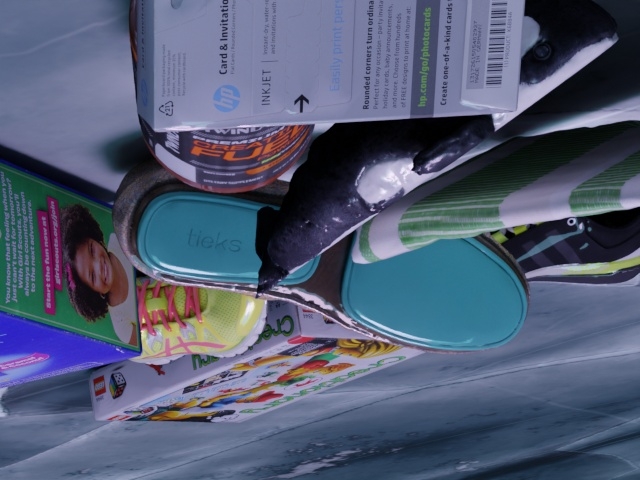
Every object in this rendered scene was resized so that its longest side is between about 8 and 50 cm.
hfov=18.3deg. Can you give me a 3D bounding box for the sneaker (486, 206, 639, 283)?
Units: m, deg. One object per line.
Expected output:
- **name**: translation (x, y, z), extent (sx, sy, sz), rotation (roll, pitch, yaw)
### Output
- **sneaker**: translation (0.167, -0.019, 1.576), extent (0.235, 0.084, 0.097), rotation (-6, 140, -17)

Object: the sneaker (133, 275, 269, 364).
- **sneaker**: translation (-0.125, 0.060, 1.632), extent (0.094, 0.081, 0.208), rotation (8, 157, -41)

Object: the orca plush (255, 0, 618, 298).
- **orca plush**: translation (0.043, -0.085, 1.226), extent (0.287, 0.102, 0.151), rotation (-35, -179, 42)

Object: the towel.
- **towel**: translation (0.206, -0.044, 1.281), extent (0.325, 0.038, 0.248), rotation (-7, -169, 35)

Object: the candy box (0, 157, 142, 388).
- **candy box**: translation (-0.313, 0.030, 1.339), extent (0.268, 0.122, 0.317), rotation (-14, 165, 21)

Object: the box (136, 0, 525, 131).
- **box**: translation (0.007, -0.129, 0.941), extent (0.186, 0.145, 0.038), rotation (-5, -160, -19)

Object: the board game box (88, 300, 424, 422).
- **board game box**: translation (-0.054, 0.114, 1.907), extent (0.193, 0.053, 0.305), rotation (5, 158, -43)

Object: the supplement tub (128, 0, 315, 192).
- **supplement tub**: translation (-0.050, -0.101, 1.062), extent (0.106, 0.106, 0.198), rotation (-8, 164, -5)

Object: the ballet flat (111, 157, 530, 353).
- **ballet flat**: translation (0.000, 0.000, 1.404), extent (0.316, 0.107, 0.106), rotation (17, -170, -23)
